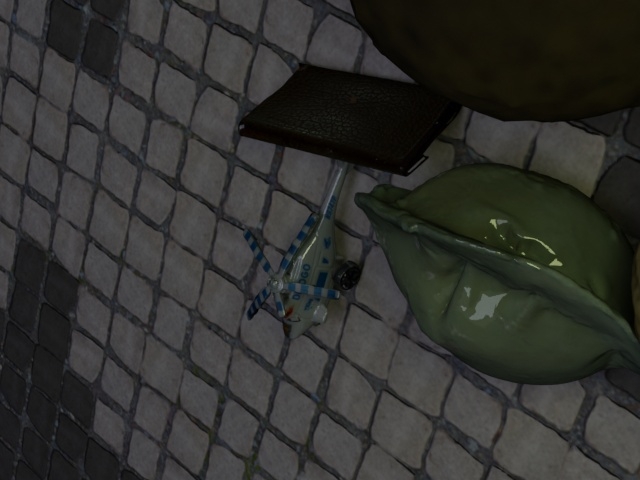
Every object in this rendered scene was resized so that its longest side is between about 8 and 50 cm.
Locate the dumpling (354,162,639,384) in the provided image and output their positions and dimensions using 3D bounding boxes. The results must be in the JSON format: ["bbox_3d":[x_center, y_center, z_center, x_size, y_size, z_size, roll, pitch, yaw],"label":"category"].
[{"bbox_3d":[0.192,0.018,1.177,0.321,0.211,0.270,-2,137,30],"label":"dumpling"}]

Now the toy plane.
[{"bbox_3d":[-0.006,-0.006,1.420,0.182,0.107,0.273,12,95,47],"label":"toy plane"}]

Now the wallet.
[{"bbox_3d":[0.033,-0.142,1.322,0.243,0.133,0.039,16,143,37],"label":"wallet"}]

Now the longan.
[{"bbox_3d":[0.201,-0.291,0.953,0.391,0.391,0.391,12,109,39],"label":"longan"}]

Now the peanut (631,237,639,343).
[{"bbox_3d":[0.362,-0.013,1.020,0.152,0.152,0.313,5,80,40],"label":"peanut"}]
